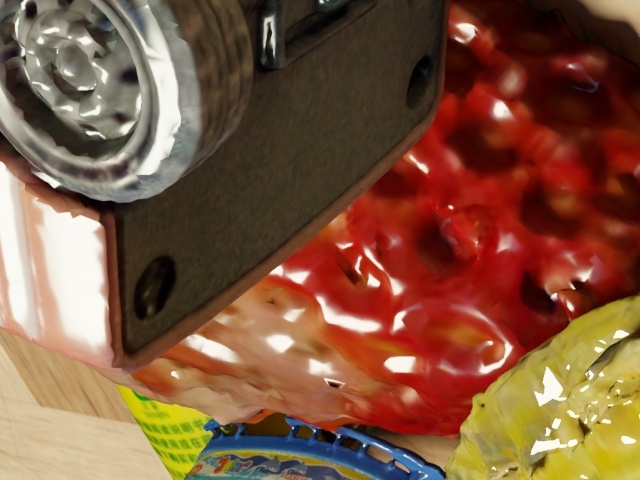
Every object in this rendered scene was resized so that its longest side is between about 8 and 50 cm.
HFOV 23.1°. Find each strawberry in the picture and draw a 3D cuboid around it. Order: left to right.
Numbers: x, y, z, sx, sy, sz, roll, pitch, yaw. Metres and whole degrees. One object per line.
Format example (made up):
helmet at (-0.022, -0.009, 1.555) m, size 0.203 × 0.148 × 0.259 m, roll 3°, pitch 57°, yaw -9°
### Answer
strawberry at (0.000, 0.000, 0.646) m, size 0.336 × 0.149 × 0.265 m, roll 16°, pitch 135°, yaw 35°

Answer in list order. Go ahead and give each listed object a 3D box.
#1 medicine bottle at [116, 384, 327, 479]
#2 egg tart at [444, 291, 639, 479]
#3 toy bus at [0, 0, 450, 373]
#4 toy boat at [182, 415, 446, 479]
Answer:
medicine bottle at (-0.084, 0.045, 0.849) m, size 0.111 × 0.076 × 0.309 m, roll -8°, pitch 121°, yaw 40°
egg tart at (0.185, 0.123, 0.528) m, size 0.294 × 0.123 × 0.294 m, roll 8°, pitch 140°, yaw 7°
toy bus at (-0.075, -0.200, 0.404) m, size 0.233 × 0.203 × 0.427 m, roll 17°, pitch 125°, yaw 27°
toy boat at (0.010, 0.107, 0.780) m, size 0.091 × 0.110 × 0.175 m, roll 50°, pitch 149°, yaw -18°
